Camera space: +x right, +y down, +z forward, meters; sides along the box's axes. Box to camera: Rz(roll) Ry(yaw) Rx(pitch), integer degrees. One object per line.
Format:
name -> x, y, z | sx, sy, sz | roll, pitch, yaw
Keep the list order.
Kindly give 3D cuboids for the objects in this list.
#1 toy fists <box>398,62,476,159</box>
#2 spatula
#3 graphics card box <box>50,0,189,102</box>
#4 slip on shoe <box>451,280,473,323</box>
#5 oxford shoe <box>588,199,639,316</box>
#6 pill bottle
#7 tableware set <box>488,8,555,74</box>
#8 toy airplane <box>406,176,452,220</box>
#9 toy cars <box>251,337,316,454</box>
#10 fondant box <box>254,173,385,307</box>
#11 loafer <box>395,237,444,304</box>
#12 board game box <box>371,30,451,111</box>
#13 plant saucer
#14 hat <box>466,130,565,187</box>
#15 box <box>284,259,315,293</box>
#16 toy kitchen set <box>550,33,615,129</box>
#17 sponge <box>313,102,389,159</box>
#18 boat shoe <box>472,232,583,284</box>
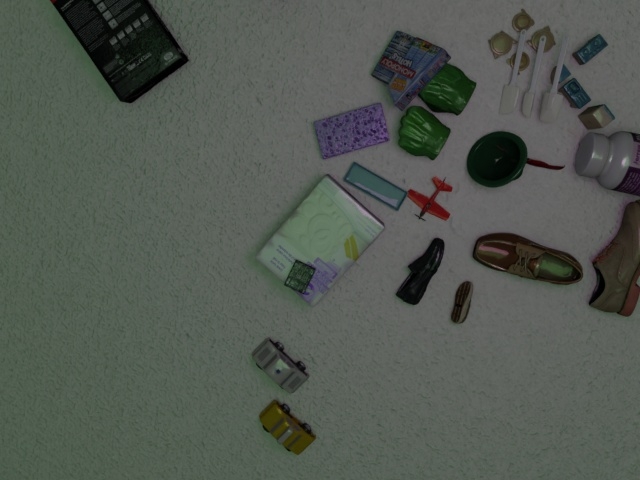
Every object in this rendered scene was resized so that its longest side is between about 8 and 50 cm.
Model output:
toy fists -> 0.324, -0.377, 1.822 | 0.142, 0.096, 0.279 | 28, 97, -9
spatula -> 0.615, -0.468, 1.787 | 0.168, 0.019, 0.242 | 18, 108, 29
graphics card box -> -0.587, -0.619, 1.838 | 0.233, 0.094, 0.371 | -34, 94, 7
slip on shoe -> 0.441, 0.191, 1.926 | 0.041, 0.051, 0.135 | 13, 91, -39
oxford shoe -> 0.873, 0.049, 1.840 | 0.130, 0.123, 0.348 | 8, 98, 8
pill bottle -> 0.891, -0.214, 1.773 | 0.301, 0.169, 0.169 | 12, 99, 1
tableware set -> 0.581, -0.572, 1.814 | 0.168, 0.020, 0.141 | -42, 93, 10
toy airplane -> 0.340, -0.126, 1.889 | 0.151, 0.028, 0.151 | 1, 98, 4
toy cars -> -0.118, 0.503, 1.979 | 0.176, 0.087, 0.394 | -5, 98, 4
fondant box -> 0.000, 0.000, 1.894 | 0.238, 0.096, 0.330 | 41, 100, -3
loafer -> 0.303, 0.089, 1.899 | 0.078, 0.076, 0.223 | 24, 103, -8
board game box -> 0.234, -0.479, 1.781 | 0.194, 0.060, 0.194 | 36, 99, 31
plant saucer -> 0.167, -0.164, 1.900 | 0.192, 0.018, 0.067 | 29, 99, -2
hat -> 0.566, -0.208, 1.867 | 0.208, 0.183, 0.173 | 29, 93, 41
box -> -0.061, 0.108, 1.858 | 0.067, 0.018, 0.083 | 25, 100, -1
toy kitchen set -> 0.779, -0.446, 1.769 | 0.166, 0.122, 0.207 | -39, 95, 8
sponge -> 0.093, -0.325, 1.873 | 0.210, 0.031, 0.117 | -15, 97, 5
boat shoe -> 0.619, 0.056, 1.854 | 0.324, 0.120, 0.122 | 12, 99, 1
